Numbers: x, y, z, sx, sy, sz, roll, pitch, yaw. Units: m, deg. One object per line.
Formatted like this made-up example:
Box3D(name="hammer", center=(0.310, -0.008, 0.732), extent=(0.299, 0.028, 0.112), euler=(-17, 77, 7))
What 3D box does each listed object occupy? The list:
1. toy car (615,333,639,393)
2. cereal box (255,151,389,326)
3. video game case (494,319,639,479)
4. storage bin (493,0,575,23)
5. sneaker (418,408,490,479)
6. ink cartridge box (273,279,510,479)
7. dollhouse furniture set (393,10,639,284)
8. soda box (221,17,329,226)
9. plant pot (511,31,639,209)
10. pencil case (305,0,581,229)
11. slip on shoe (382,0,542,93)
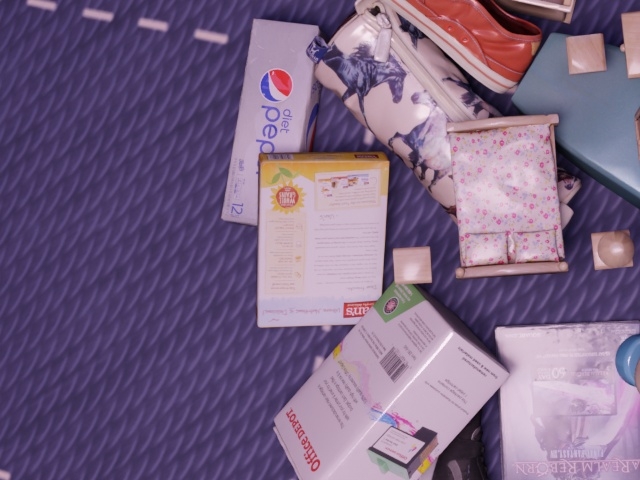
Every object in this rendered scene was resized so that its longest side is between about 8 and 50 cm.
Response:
Box3D(name="toy car", center=(0.538, 0.163, 1.623), extent=(0.238, 0.219, 0.210), euler=(35, 84, -9))
Box3D(name="cereal box", center=(0.000, 0.000, 1.738), extent=(0.173, 0.047, 0.240), euler=(0, 112, -9))
Box3D(name="video game case", center=(0.340, 0.248, 1.742), extent=(0.196, 0.026, 0.274), euler=(-3, 86, 11))
Box3D(name="storage bin", center=(0.240, -0.449, 1.742), extent=(0.262, 0.123, 0.260), euler=(14, 91, 12))
Box3D(name="sneaker", center=(0.189, 0.316, 1.744), extent=(0.124, 0.107, 0.283), euler=(20, 95, -4))
Box3D(name="ink cartridge box", center=(0.086, 0.209, 1.693), extent=(0.117, 0.201, 0.278), euler=(38, 96, -25))
Box3D(name="dollhouse furniture set", center=(0.247, -0.111, 1.524), extent=(0.356, 0.174, 0.303), euler=(-5, 87, 9))
Box3D(name="soda box", center=(-0.061, -0.159, 1.803), extent=(0.098, 0.091, 0.286), euler=(8, 89, 11))
Box3D(name="plant pot", center=(0.379, -0.162, 1.688), extent=(0.234, 0.165, 0.165), euler=(31, 94, 15))
Box3D(name="pencil case", center=(0.168, -0.148, 1.711), extent=(0.160, 0.183, 0.410), euler=(-42, 81, -4))
Box3D(name="slip on shoe", center=(0.146, -0.324, 1.638), extent=(0.331, 0.123, 0.101), euler=(37, 116, -13))
